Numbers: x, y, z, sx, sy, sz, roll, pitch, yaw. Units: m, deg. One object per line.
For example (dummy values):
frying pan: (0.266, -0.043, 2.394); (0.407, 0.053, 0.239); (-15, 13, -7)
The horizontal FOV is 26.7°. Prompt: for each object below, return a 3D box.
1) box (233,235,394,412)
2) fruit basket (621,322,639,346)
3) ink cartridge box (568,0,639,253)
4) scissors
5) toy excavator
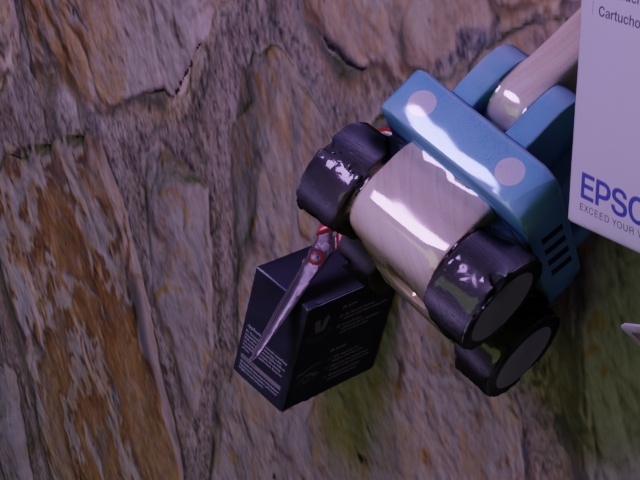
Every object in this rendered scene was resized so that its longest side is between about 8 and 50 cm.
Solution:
box: (-0.005, 0.093, 1.579); (0.093, 0.156, 0.158); (38, 130, 30)
fruit basket: (0.443, 0.190, 1.071); (0.327, 0.165, 0.353); (4, 139, 55)
ink cartridge box: (0.296, -0.118, 0.885); (0.324, 0.071, 0.330); (32, 131, 53)
scissors: (0.000, 0.000, 1.484); (0.109, 0.297, 0.021); (45, 177, 20)
toy excavator: (0.203, -0.128, 1.244); (0.222, 0.445, 0.433); (41, 173, 26)
